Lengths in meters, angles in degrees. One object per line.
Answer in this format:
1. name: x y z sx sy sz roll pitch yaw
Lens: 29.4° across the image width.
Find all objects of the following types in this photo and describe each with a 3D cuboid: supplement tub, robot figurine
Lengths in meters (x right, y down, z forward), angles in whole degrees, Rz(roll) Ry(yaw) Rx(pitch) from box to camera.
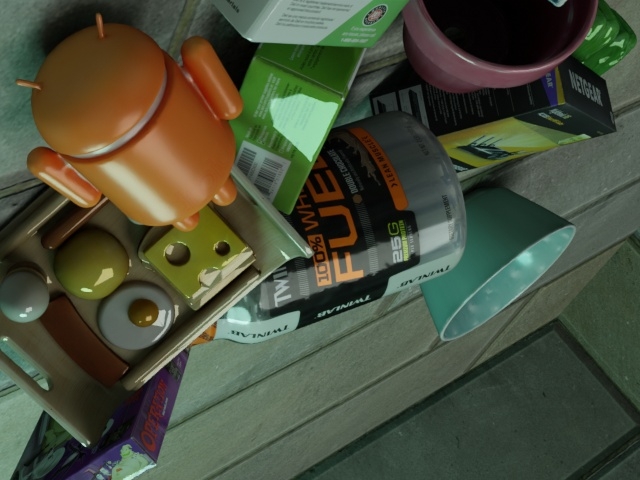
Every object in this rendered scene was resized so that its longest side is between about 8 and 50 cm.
1. supplement tub: -0.023 -0.009 1.391 0.338 0.207 0.207 -20 156 -19
2. robot figurine: -0.156 -0.099 1.043 0.219 0.158 0.128 47 50 -46

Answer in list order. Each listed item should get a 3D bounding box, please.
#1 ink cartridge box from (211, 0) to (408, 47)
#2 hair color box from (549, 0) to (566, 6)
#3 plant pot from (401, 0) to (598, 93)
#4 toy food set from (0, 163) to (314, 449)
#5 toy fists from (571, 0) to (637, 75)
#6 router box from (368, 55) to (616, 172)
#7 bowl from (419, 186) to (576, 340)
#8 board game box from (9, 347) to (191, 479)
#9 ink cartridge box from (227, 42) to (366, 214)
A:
1. ink cartridge box: 0.040 -0.301 1.012 0.278 0.117 0.201 -50 160 27
2. hair color box: 0.274 -0.363 1.160 0.174 0.105 0.347 -52 180 36
3. plant pot: 0.172 -0.247 1.316 0.201 0.201 0.180 -35 177 -14
4. toy food set: -0.187 0.034 1.190 0.306 0.219 0.092 -41 -161 6
5. toy fists: 0.357 -0.282 1.718 0.142 0.096 0.279 -29 166 21
6. router box: 0.236 -0.166 1.609 0.243 0.081 0.309 -14 172 24
7. bowl: 0.289 0.021 2.196 0.312 0.163 0.311 -34 161 -14
8. board game box: -0.244 0.187 1.393 0.208 0.056 0.347 -30 -160 16
9. ink cartridge box: -0.012 -0.184 1.259 0.188 0.097 0.255 118 -5 -49
